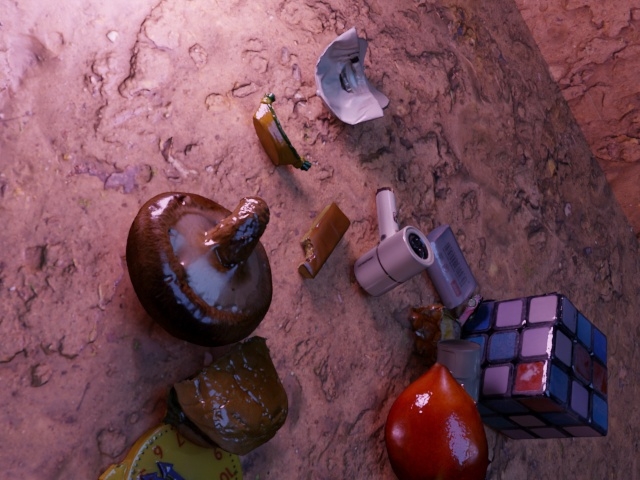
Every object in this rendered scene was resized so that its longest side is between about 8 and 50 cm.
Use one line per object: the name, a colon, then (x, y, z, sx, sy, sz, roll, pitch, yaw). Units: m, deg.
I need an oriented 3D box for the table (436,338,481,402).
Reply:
table: (0.387, 0.401, 1.845, 0.126, 0.126, 0.220, -3, 97, -44)

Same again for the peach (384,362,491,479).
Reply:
peach: (0.290, 0.513, 1.715, 0.201, 0.257, 0.362, 1, 83, -44)

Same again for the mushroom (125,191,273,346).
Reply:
mushroom: (-0.249, 0.063, 1.376, 0.344, 0.239, 0.345, 9, 59, -15)

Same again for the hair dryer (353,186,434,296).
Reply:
hair dryer: (0.200, -0.030, 1.874, 0.128, 0.203, 0.362, 30, 41, -31)

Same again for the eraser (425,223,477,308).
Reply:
eraser: (0.409, 0.082, 2.093, 0.174, 0.081, 0.227, -38, 104, -47)

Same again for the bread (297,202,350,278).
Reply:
bread: (0.000, 0.000, 1.744, 0.088, 0.049, 0.226, 52, 49, -19)

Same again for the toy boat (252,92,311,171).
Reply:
toy boat: (-0.106, -0.269, 1.694, 0.088, 0.089, 0.230, -36, 112, -23)

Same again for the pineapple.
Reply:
pineapple: (0.362, 0.296, 1.977, 0.186, 0.114, 0.237, -29, 108, -46)

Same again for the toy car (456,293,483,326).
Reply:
toy car: (0.471, 0.233, 2.073, 0.055, 0.142, 0.069, 36, 17, 14)

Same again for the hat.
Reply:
hat: (0.088, -0.476, 1.930, 0.301, 0.167, 0.258, -49, 122, -68)

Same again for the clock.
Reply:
clock: (-0.272, 0.498, 1.311, 0.294, 0.071, 0.277, 54, 47, -18)

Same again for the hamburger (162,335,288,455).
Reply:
hamburger: (-0.178, 0.339, 1.370, 0.308, 0.132, 0.211, -20, 79, -57)

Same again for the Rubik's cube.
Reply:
Rubik's cube: (0.664, 0.407, 2.051, 0.363, 0.362, 0.359, 39, 51, -31)
